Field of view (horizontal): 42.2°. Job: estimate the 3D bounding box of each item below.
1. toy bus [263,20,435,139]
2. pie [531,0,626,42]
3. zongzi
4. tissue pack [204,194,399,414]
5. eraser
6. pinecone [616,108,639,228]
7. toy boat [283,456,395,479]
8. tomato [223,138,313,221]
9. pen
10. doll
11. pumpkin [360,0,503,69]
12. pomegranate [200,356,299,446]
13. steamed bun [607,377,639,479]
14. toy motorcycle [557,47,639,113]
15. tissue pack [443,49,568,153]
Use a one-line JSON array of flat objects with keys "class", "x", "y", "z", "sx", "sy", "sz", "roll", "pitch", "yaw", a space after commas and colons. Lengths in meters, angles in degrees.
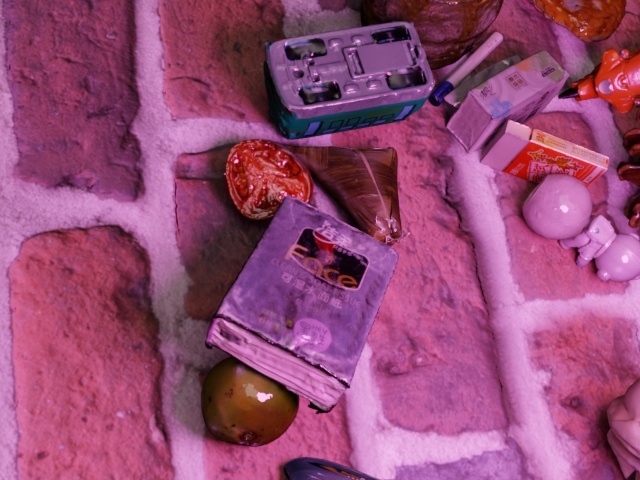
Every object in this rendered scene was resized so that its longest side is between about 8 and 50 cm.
[{"class": "toy bus", "x": 0.046, "y": -0.327, "z": 1.737, "sx": 0.344, "sy": 0.199, "sz": 0.183, "roll": -11, "pitch": 73, "yaw": -15}, {"class": "pie", "x": 0.624, "y": -0.614, "z": 2.034, "sx": 0.308, "sy": 0.085, "sz": 0.308, "roll": 6, "pitch": 62, "yaw": -11}, {"class": "zongzi", "x": 0.044, "y": -0.087, "z": 1.668, "sx": 0.241, "sy": 0.111, "sz": 0.247, "roll": 5, "pitch": 52, "yaw": -8}, {"class": "tissue pack", "x": -0.024, "y": 0.100, "z": 1.486, "sx": 0.259, "sy": 0.122, "sz": 0.361, "roll": 30, "pitch": 43, "yaw": -1}, {"class": "eraser", "x": 0.477, "y": -0.172, "z": 1.781, "sx": 0.230, "sy": 0.157, "sz": 0.038, "roll": 20, "pitch": 68, "yaw": -3}, {"class": "pinecone", "x": 0.794, "y": -0.122, "z": 1.723, "sx": 0.384, "sy": 0.384, "sz": 0.384, "roll": 4, "pitch": 67, "yaw": -10}, {"class": "toy boat", "x": 0.047, "y": 0.448, "z": 1.478, "sx": 0.246, "sy": 0.103, "sz": 0.093, "roll": 19, "pitch": 107, "yaw": 9}, {"class": "tomato", "x": -0.108, "y": -0.122, "z": 1.684, "sx": 0.166, "sy": 0.082, "sz": 0.174, "roll": -19, "pitch": 78, "yaw": -6}, {"class": "pen", "x": 0.339, "y": -0.401, "z": 1.918, "sx": 0.033, "sy": 0.033, "sz": 0.269, "roll": 41, "pitch": 66, "yaw": 7}, {"class": "doll", "x": 0.565, "y": -0.018, "z": 1.743, "sx": 0.287, "sy": 0.151, "sz": 0.151, "roll": 40, "pitch": 66, "yaw": 6}, {"class": "pumpkin", "x": 0.250, "y": -0.533, "z": 1.862, "sx": 0.303, "sy": 0.225, "sz": 0.256, "roll": -17, "pitch": 67, "yaw": -11}, {"class": "pomegranate", "x": -0.126, "y": 0.262, "z": 1.484, "sx": 0.180, "sy": 0.180, "sz": 0.209, "roll": 8, "pitch": 52, "yaw": -8}, {"class": "steamed bun", "x": 0.675, "y": 0.423, "z": 1.490, "sx": 0.394, "sy": 0.346, "sz": 0.237, "roll": 40, "pitch": 79, "yaw": -20}, {"class": "toy motorcycle", "x": 0.717, "y": -0.387, "z": 1.890, "sx": 0.326, "sy": 0.221, "sz": 0.147, "roll": -25, "pitch": 102, "yaw": -20}, {"class": "tissue pack", "x": 0.396, "y": -0.324, "z": 1.828, "sx": 0.229, "sy": 0.159, "sz": 0.145, "roll": -31, "pitch": 76, "yaw": -21}]
